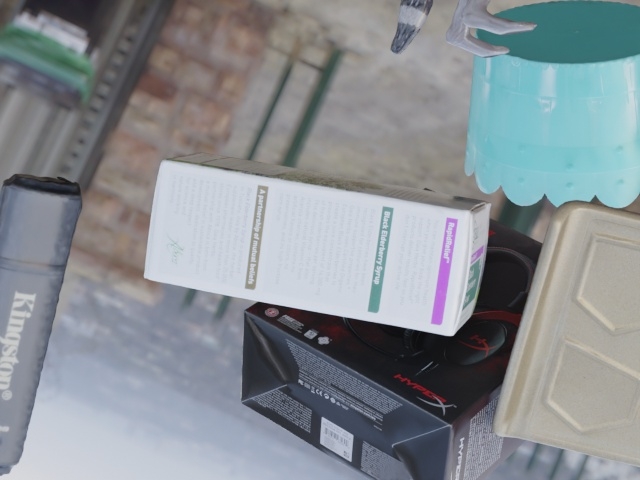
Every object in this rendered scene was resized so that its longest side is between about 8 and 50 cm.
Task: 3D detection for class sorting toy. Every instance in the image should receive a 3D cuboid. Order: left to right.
[{"bbox_3d":[0.255,0.123,1.241,0.229,0.307,0.041,11,-154,-2],"label":"sorting toy"}]

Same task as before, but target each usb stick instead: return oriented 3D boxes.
[{"bbox_3d":[-0.274,0.075,1.402,0.077,0.278,0.045,8,-168,-36],"label":"usb stick"}]

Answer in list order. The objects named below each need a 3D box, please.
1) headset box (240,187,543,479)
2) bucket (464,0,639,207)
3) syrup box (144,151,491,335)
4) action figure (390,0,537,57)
[{"bbox_3d":[0.106,0.081,1.379,0.218,0.293,0.110,28,132,30],"label":"headset box"},{"bbox_3d":[0.310,-0.173,1.927,0.281,0.183,0.281,-3,-154,1],"label":"bucket"},{"bbox_3d":[0.000,0.000,1.169,0.237,0.096,0.093,11,-171,13],"label":"syrup box"},{"bbox_3d":[0.131,-0.349,1.472,0.178,0.330,0.341,-6,180,12],"label":"action figure"}]
